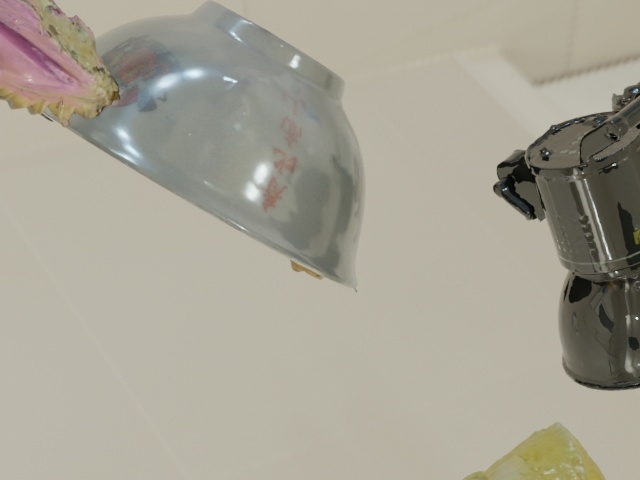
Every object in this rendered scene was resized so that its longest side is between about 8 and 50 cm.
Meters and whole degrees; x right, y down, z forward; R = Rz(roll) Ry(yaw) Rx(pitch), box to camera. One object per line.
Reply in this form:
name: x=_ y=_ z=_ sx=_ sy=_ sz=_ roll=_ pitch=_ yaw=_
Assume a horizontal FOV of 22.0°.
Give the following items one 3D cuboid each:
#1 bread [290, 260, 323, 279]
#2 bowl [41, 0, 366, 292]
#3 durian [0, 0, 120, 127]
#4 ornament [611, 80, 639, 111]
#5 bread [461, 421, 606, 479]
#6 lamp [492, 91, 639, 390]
bread: x=0.000 y=0.000 z=1.684 sx=0.081 sy=0.046 sz=0.083 roll=-59 pitch=173 yaw=-4
bowl: x=-0.077 y=-0.108 z=1.439 sx=0.345 sy=0.345 sz=0.157 roll=26 pitch=96 yaw=-53
durian: x=-0.277 y=-0.190 z=1.155 sx=0.112 sy=0.191 sz=0.341 roll=-45 pitch=148 yaw=5
ornament: x=0.304 y=-0.065 z=1.533 sx=0.196 sy=0.166 sz=0.153 roll=52 pitch=54 yaw=-52
bread: x=0.203 y=0.283 z=1.580 sx=0.170 sy=0.197 sz=0.197 roll=-15 pitch=138 yaw=-25
lamp: x=0.228 y=-0.013 z=1.336 sx=0.147 sy=0.172 sz=0.227 roll=-35 pitch=115 yaw=-31
